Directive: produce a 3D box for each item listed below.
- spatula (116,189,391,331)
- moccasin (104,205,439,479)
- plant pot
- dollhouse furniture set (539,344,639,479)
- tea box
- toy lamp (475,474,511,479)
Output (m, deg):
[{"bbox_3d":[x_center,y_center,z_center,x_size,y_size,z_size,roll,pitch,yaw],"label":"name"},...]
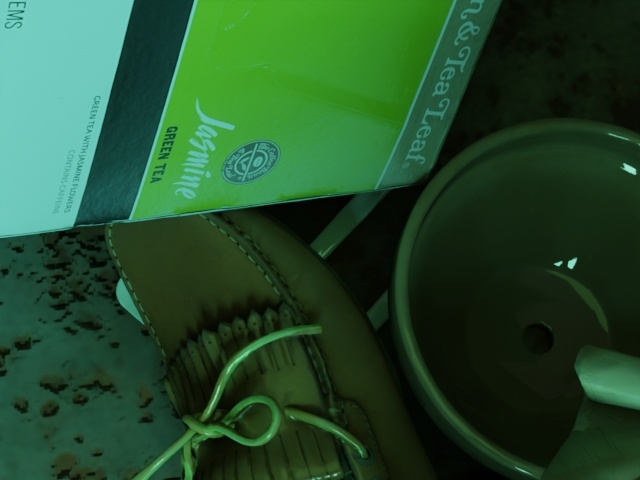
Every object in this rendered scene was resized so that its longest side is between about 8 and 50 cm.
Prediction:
[{"bbox_3d":[0.000,0.000,1.210,0.168,0.019,0.242,41,76,5],"label":"spatula"},{"bbox_3d":[-0.025,0.136,1.097,0.147,0.139,0.380,-25,91,-52],"label":"moccasin"},{"bbox_3d":[0.151,0.050,1.163,0.237,0.110,0.237,3,71,-10],"label":"plant pot"},{"bbox_3d":[0.254,0.291,0.796,0.394,0.256,0.362,13,73,19],"label":"dollhouse furniture set"},{"bbox_3d":[-0.067,-0.201,1.022,0.323,0.329,0.220,-6,48,-28],"label":"tea box"},{"bbox_3d":[0.222,0.181,1.163,0.274,0.080,0.080,0,77,-7],"label":"toy lamp"}]
